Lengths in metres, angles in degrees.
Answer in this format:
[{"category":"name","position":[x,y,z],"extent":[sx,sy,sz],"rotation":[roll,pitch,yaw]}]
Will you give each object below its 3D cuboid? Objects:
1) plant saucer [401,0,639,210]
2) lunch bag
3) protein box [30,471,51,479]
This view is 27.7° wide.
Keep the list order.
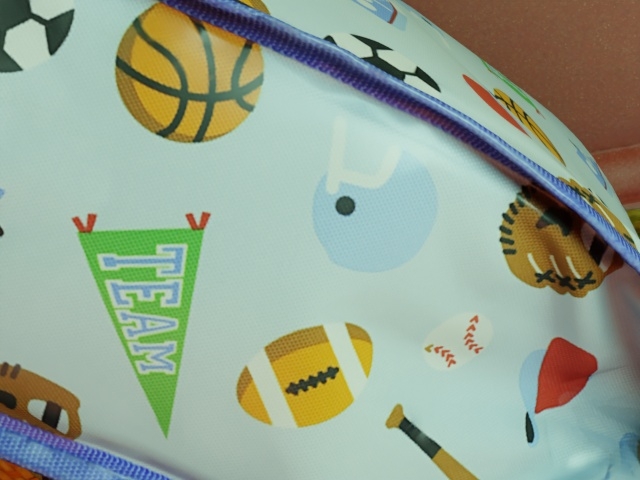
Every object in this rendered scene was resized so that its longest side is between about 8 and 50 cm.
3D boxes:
[{"category":"plant saucer","position":[0.128,-0.123,0.733],"extent":[0.259,0.047,0.258],"rotation":[-9,130,29]},{"category":"lunch bag","position":[0.000,0.000,0.606],"extent":[0.385,0.328,0.239],"rotation":[23,106,-7]},{"category":"protein box","position":[-0.172,0.015,0.873],"extent":[0.136,0.201,0.200],"rotation":[-20,123,36]}]
